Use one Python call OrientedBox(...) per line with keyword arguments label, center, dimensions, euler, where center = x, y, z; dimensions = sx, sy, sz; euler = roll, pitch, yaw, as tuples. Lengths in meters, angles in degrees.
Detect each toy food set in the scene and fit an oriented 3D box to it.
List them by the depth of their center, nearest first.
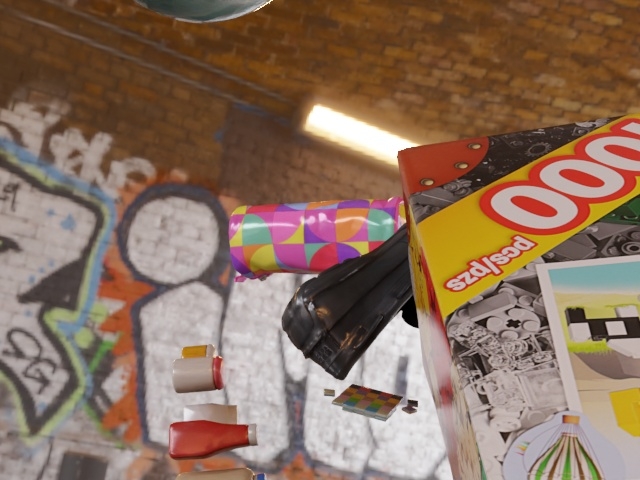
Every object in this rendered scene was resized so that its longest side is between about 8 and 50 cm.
OrientedBox(label="toy food set", center=(-0.108, 0.220, 0.986), dimensions=(0.104, 0.232, 0.111), euler=(-5, -27, 3))

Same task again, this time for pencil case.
OrientedBox(label="pencil case", center=(0.000, 0.000, 1.094), dimensions=(0.236, 0.104, 0.104), euler=(-4, -17, 22))

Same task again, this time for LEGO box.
OrientedBox(label="LEGO box", center=(0.312, 0.081, 0.428), dimensions=(0.500, 0.372, 0.193), euler=(-9, -57, 1))

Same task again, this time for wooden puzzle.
OrientedBox(label="wooden puzzle", center=(0.042, 0.139, 0.748), dimensions=(0.083, 0.006, 0.049), euler=(11, 14, 21))

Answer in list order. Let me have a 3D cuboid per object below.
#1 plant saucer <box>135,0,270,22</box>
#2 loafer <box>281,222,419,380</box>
OrientedBox(label="plant saucer", center=(-0.077, -0.336, 0.705), dimensions=(0.043, 0.318, 0.317), euler=(21, -2, 40))
OrientedBox(label="loafer", center=(0.070, 0.034, 0.682), dimensions=(0.223, 0.078, 0.076), euler=(-30, -18, -33))
